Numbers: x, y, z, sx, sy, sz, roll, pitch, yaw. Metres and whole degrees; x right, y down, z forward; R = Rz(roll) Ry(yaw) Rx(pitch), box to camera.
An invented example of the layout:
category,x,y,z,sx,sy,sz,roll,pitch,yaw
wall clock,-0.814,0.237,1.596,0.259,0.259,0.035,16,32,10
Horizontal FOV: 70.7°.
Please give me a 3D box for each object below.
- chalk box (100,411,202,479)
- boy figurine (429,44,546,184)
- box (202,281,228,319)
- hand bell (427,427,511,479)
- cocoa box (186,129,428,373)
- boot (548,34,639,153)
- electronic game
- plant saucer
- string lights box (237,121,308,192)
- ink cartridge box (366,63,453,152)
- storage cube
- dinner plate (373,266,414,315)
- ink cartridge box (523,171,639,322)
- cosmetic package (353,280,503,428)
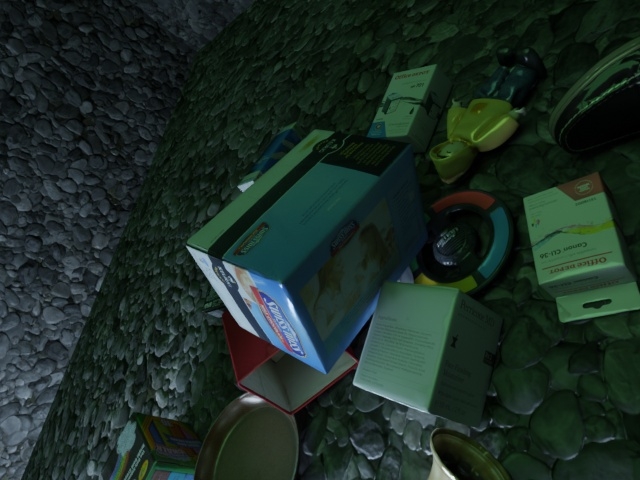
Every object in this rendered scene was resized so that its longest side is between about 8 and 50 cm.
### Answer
category,x,y,z,sx,sy,sz,roll,pitch,yaw
chalk box,-0.383,0.582,1.094,0.288,0.179,0.180,22,82,52
boy figurine,0.318,-0.248,0.913,0.285,0.092,0.177,-53,39,4
box,-0.207,0.081,1.313,0.307,0.076,0.243,-21,50,40
hand bell,0.159,0.411,0.657,0.242,0.126,0.126,-64,35,14
cocoa box,0.000,0.000,0.792,0.227,0.232,0.347,18,53,38
boot,0.523,-0.162,0.582,0.377,0.138,0.285,-26,48,30
electronic game,0.252,0.007,0.848,0.229,0.048,0.230,-29,46,35
plant saucer,-0.153,0.482,0.971,0.310,0.050,0.311,-28,41,27
string lights box,-0.109,-0.200,1.283,0.076,0.133,0.260,-11,40,45
ink cartridge box,0.213,-0.311,1.085,0.139,0.082,0.191,12,76,52
storage cube,-0.069,0.206,0.946,0.215,0.184,0.193,-38,39,6
dinner plate,0.137,0.103,0.914,0.141,0.017,0.141,-29,55,53
ink cartridge box,0.385,0.011,0.673,0.115,0.067,0.198,-23,50,38
cosmetic package,0.176,0.179,0.733,0.151,0.151,0.184,2,69,50
